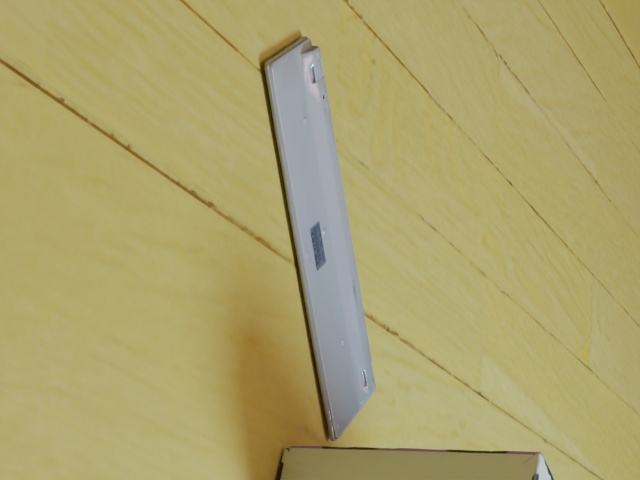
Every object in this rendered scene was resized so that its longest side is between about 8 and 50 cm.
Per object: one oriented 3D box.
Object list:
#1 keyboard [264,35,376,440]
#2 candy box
[{"bbox_3d":[0.000,0.000,1.133,0.072,0.014,0.256,-38,123,-56],"label":"keyboard"},{"bbox_3d":[0.079,0.207,1.099,0.196,0.164,0.070,60,36,-47],"label":"candy box"}]
